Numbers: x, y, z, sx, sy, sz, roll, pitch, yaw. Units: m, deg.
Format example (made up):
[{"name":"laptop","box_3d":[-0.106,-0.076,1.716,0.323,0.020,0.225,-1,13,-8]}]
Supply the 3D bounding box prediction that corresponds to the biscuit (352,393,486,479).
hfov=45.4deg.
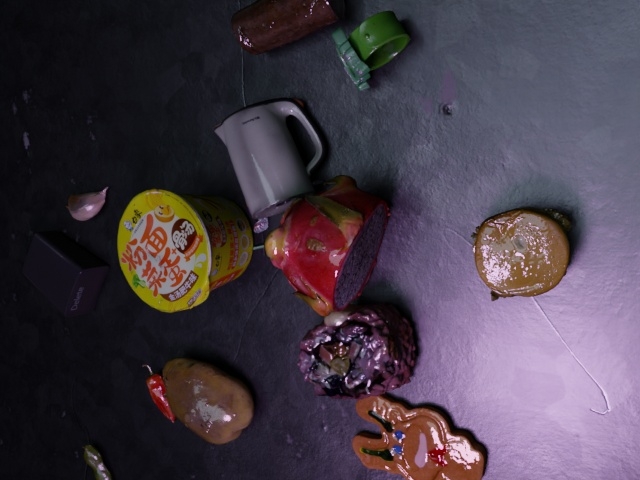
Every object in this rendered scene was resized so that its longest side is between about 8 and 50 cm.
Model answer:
[{"name":"biscuit","box_3d":[0.226,0.482,1.805,0.333,0.047,0.202,14,104,26]}]

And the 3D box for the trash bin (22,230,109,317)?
[{"name":"trash bin","box_3d":[-0.757,0.091,2.248,0.225,0.115,0.165,34,111,22]}]

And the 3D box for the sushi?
[{"name":"sushi","box_3d":[0.076,0.255,1.783,0.270,0.170,0.237,-12,92,34]}]

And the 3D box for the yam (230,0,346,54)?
[{"name":"yam","box_3d":[-0.071,-0.523,1.772,0.279,0.131,0.131,-15,90,33]}]

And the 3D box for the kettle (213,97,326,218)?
[{"name":"kettle","box_3d":[-0.106,-0.207,1.835,0.240,0.165,0.255,-22,82,0]}]

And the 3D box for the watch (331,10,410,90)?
[{"name":"watch","box_3d":[0.113,-0.434,1.693,0.152,0.165,0.131,-33,79,4]}]

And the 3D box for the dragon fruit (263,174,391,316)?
[{"name":"dragon fruit","box_3d":[0.000,0.000,1.716,0.225,0.305,0.306,25,109,19]}]

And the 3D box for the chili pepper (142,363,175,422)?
[{"name":"chili pepper","box_3d":[-0.451,0.430,2.165,0.059,0.050,0.191,-18,101,27]}]

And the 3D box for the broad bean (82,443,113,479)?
[{"name":"broad bean","box_3d":[-0.653,0.733,2.321,0.052,0.053,0.256,-27,83,-9]}]

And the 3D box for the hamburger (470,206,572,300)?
[{"name":"hamburger","box_3d":[0.424,0.019,1.587,0.215,0.122,0.190,-23,93,26]}]

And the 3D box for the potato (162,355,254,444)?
[{"name":"potato","box_3d":[-0.311,0.421,2.038,0.296,0.141,0.192,31,108,24]}]

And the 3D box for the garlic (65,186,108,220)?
[{"name":"garlic","box_3d":[-0.675,-0.101,2.198,0.152,0.066,0.084,-8,92,32]}]

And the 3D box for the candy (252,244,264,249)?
[{"name":"candy","box_3d":[-0.104,0.006,1.919,0.193,0.058,0.062,-10,65,38]}]

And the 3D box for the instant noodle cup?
[{"name":"instant noodle cup","box_3d":[-0.324,0.014,1.929,0.311,0.221,0.312,6,101,32]}]

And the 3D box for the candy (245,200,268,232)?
[{"name":"candy","box_3d":[-0.169,-0.106,1.935,0.045,0.043,0.175,-14,90,20]}]
